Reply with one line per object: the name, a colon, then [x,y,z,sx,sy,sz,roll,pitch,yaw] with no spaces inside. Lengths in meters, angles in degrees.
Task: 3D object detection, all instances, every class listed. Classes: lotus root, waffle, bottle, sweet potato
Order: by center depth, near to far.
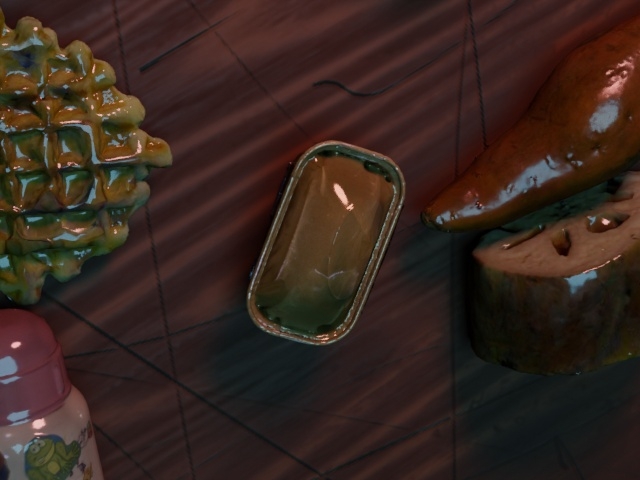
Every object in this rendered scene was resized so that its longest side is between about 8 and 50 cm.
waffle: [-0.239,-0.067,1.051,0.223,0.054,0.204,43,90,-23]
bottle: [-0.245,0.181,1.090,0.120,0.120,0.253,-15,110,-14]
sweet potato: [0.247,-0.114,1.171,0.359,0.112,0.112,-47,114,-3]
lotus root: [0.250,0.034,1.212,0.234,0.138,0.119,-24,122,-16]

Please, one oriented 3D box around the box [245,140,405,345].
box: [0.000,0.000,1.124,0.111,0.111,0.177,16,100,-22]
